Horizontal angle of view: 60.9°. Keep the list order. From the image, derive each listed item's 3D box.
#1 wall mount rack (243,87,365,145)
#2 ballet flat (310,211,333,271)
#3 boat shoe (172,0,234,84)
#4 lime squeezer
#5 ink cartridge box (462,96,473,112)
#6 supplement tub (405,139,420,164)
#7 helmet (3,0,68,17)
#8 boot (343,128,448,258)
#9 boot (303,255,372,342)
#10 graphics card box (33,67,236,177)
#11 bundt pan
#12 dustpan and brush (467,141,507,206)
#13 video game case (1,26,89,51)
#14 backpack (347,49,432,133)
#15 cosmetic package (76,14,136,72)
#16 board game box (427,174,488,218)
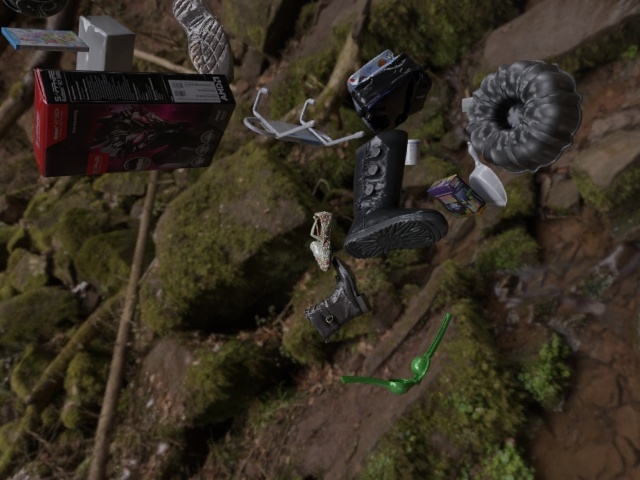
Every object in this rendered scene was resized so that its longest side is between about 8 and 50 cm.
[{"bbox_3d":[-0.047,-0.363,1.702,0.304,0.350,0.130,46,122,37],"label":"wall mount rack"},{"bbox_3d":[0.000,0.000,1.993,0.091,0.077,0.240,127,151,-55],"label":"ballet flat"},{"bbox_3d":[-0.305,-0.554,1.519,0.123,0.324,0.116,-26,-19,12],"label":"boat shoe"},{"bbox_3d":[0.203,0.292,1.285,0.311,0.109,0.059,-28,-13,-13],"label":"lime squeezer"},{"bbox_3d":[0.656,-0.510,1.976,0.225,0.056,0.181,5,19,41],"label":"ink cartridge box"},{"bbox_3d":[0.400,-0.385,2.373,0.071,0.071,0.107,-135,44,-76],"label":"supplement tub"},{"bbox_3d":[-0.773,-0.686,1.475,0.162,0.169,0.169,6,63,56],"label":"helmet"},{"bbox_3d":[0.258,-0.182,1.812,0.367,0.146,0.445,-13,49,34],"label":"boot"},{"bbox_3d":[0.038,0.214,1.978,0.229,0.262,0.091,-31,-11,12],"label":"boot"},{"bbox_3d":[-0.386,-0.241,1.135,0.233,0.371,0.094,-50,57,50],"label":"graphics card box"},{"bbox_3d":[0.550,-0.354,1.540,0.331,0.124,0.330,2,92,49],"label":"bundt pan"},{"bbox_3d":[0.499,-0.206,1.684,0.060,0.211,0.147,-41,12,-9],"label":"dustpan and brush"},{"bbox_3d":[-0.675,-0.493,1.338,0.166,0.119,0.015,-14,-46,-39],"label":"video game case"},{"bbox_3d":[0.227,-0.500,1.888,0.277,0.213,0.263,-32,-25,2],"label":"backpack"},{"bbox_3d":[-0.610,-0.497,1.535,0.107,0.127,0.238,-28,-28,-50],"label":"cosmetic package"},{"bbox_3d":[0.431,-0.135,1.723,0.048,0.141,0.170,-51,7,-8],"label":"board game box"}]
